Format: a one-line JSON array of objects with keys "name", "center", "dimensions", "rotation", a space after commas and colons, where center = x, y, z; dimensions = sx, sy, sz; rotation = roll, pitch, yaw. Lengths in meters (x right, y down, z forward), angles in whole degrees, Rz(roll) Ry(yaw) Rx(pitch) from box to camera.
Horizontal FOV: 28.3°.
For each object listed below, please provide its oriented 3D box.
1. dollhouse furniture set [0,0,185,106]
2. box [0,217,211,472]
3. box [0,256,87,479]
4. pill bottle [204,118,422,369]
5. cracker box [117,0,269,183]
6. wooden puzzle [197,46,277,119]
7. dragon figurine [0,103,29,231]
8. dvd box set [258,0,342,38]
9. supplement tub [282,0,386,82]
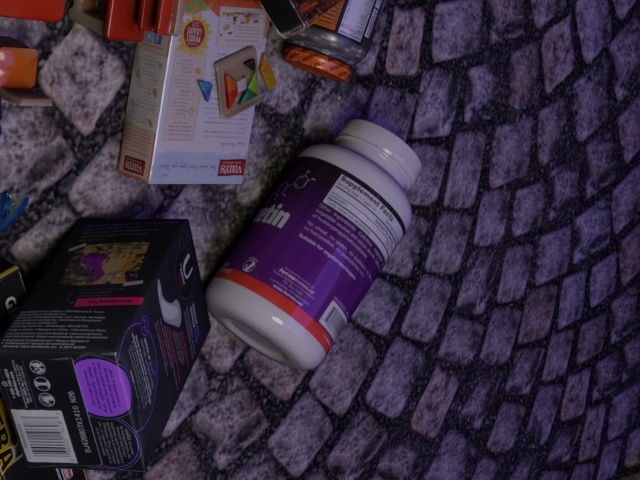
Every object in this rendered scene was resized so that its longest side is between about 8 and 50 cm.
[{"name": "dollhouse furniture set", "center": [-0.278, -0.266, 1.301], "dimensions": [0.259, 0.135, 0.262], "rotation": [-5, 109, -48]}, {"name": "box", "center": [-0.235, 0.109, 1.418], "dimensions": [0.270, 0.143, 0.165], "rotation": [-69, 155, -57]}, {"name": "box", "center": [-0.411, 0.211, 1.402], "dimensions": [0.257, 0.079, 0.322], "rotation": [-33, 128, -33]}, {"name": "pill bottle", "center": [0.000, 0.000, 1.696], "dimensions": [0.323, 0.181, 0.181], "rotation": [-56, 139, -16]}, {"name": "cracker box", "center": [-0.151, -0.185, 1.534], "dimensions": [0.156, 0.067, 0.232], "rotation": [-2, 106, -49]}, {"name": "wooden puzzle", "center": [-0.097, -0.190, 1.530], "dimensions": [0.116, 0.014, 0.078], "rotation": [-39, 132, -33]}, {"name": "dragon figurine", "center": [-0.349, -0.051, 1.261], "dimensions": [0.085, 0.289, 0.144], "rotation": [-7, 73, -42]}, {"name": "dvd box set", "center": [0.029, -0.478, 1.528], "dimensions": [0.420, 0.062, 0.307], "rotation": [-40, 108, -30]}, {"name": "supplement tub", "center": [0.024, -0.308, 1.641], "dimensions": [0.117, 0.117, 0.190], "rotation": [18, 93, -50]}]
